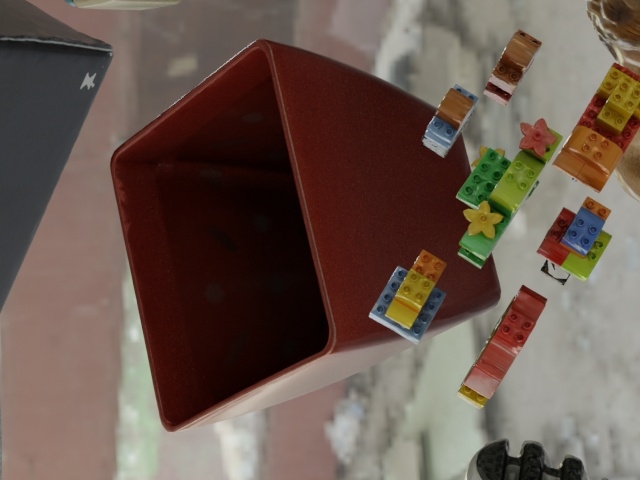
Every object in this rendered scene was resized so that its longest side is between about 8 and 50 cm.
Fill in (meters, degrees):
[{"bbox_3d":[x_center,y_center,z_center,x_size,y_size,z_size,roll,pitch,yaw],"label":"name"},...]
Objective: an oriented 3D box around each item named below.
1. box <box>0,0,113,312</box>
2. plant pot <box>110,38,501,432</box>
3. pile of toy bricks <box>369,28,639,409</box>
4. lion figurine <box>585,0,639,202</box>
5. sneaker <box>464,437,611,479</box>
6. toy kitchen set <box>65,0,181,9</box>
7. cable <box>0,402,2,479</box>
[{"bbox_3d":[-0.560,-0.106,1.930,0.480,0.472,0.297,-65,-18,13],"label":"box"},{"bbox_3d":[0.000,0.000,1.562,0.267,0.236,0.267,-30,68,48],"label":"plant pot"},{"bbox_3d":[0.103,-0.028,0.940,0.212,0.118,0.105,-58,-5,-16],"label":"pile of toy bricks"},{"bbox_3d":[0.330,-0.128,1.645,0.240,0.142,0.392,26,131,31],"label":"lion figurine"},{"bbox_3d":[0.224,0.241,1.214,0.110,0.292,0.118,-51,-17,-64],"label":"sneaker"},{"bbox_3d":[-0.103,-0.191,1.061,0.166,0.207,0.122,-2,92,43],"label":"toy kitchen set"},{"bbox_3d":[-0.295,0.168,1.334,0.257,0.089,0.257,95,171,-63],"label":"cable"}]
